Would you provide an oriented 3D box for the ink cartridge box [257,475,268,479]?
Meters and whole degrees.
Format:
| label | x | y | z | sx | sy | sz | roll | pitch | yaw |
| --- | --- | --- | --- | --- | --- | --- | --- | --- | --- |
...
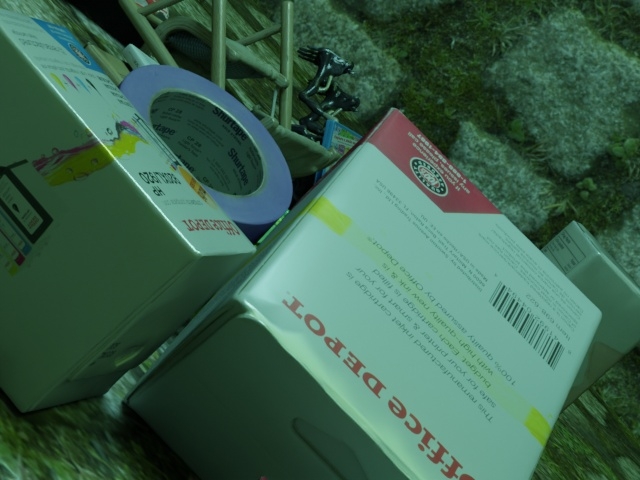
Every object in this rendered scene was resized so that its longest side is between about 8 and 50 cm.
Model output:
| label | x | y | z | sx | sy | sz | roll | pitch | yaw |
| --- | --- | --- | --- | --- | --- | --- | --- | --- | --- |
| ink cartridge box | -0.015 | 0.258 | 1.129 | 0.175 | 0.072 | 0.127 | 47 | 9 | 2 |

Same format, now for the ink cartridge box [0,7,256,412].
| label | x | y | z | sx | sy | sz | roll | pitch | yaw |
| --- | --- | --- | --- | --- | --- | --- | --- | --- | --- |
| ink cartridge box | -0.194 | -0.021 | 1.193 | 0.232 | 0.168 | 0.171 | 49 | 9 | 7 |

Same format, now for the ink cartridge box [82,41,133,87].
| label | x | y | z | sx | sy | sz | roll | pitch | yaw |
| --- | --- | --- | --- | --- | --- | --- | --- | --- | --- |
| ink cartridge box | -0.170 | -0.092 | 1.804 | 0.193 | 0.088 | 0.235 | 49 | 11 | 22 |

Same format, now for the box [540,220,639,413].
| label | x | y | z | sx | sy | sz | roll | pitch | yaw |
| --- | --- | --- | --- | --- | --- | --- | --- | --- | --- |
| box | 0.235 | 0.135 | 1.960 | 0.121 | 0.311 | 0.148 | 45 | 10 | -13 |

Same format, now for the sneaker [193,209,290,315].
| label | x | y | z | sx | sy | sz | roll | pitch | yaw |
| --- | --- | --- | --- | --- | --- | --- | --- | --- | --- |
| sneaker | -0.098 | -0.004 | 1.654 | 0.109 | 0.123 | 0.295 | 48 | 12 | 6 |

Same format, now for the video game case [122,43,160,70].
| label | x | y | z | sx | sy | sz | roll | pitch | yaw |
| --- | --- | --- | --- | --- | --- | --- | --- | --- | --- |
| video game case | -0.135 | -0.133 | 1.801 | 0.157 | 0.019 | 0.143 | 34 | 15 | -50 |

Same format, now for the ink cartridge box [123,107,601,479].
| label | x | y | z | sx | sy | sz | roll | pitch | yaw |
| --- | --- | --- | --- | --- | --- | --- | --- | --- | --- |
| ink cartridge box | 0.050 | 0.098 | 1.407 | 0.279 | 0.160 | 0.384 | 46 | 33 | -4 |

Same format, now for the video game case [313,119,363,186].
| label | x | y | z | sx | sy | sz | roll | pitch | yaw |
| --- | --- | --- | --- | --- | --- | --- | --- | --- | --- |
| video game case | 0.022 | -0.078 | 2.385 | 0.015 | 0.166 | 0.119 | 9 | -7 | 27 |

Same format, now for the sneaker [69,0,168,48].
| label | x | y | z | sx | sy | sz | roll | pitch | yaw |
| --- | --- | --- | --- | --- | --- | --- | --- | --- | --- |
| sneaker | -0.295 | -0.386 | 2.273 | 0.270 | 0.090 | 0.145 | 43 | 39 | -51 |

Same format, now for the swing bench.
| label | x | y | z | sx | sy | sz | roll | pitch | yaw |
| --- | --- | --- | --- | --- | --- | --- | --- | --- | --- |
| swing bench | -0.118 | -0.208 | 2.229 | 0.253 | 0.165 | 0.254 | 23 | 49 | -69 |

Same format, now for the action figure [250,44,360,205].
| label | x | y | z | sx | sy | sz | roll | pitch | yaw |
| --- | --- | --- | --- | --- | --- | --- | --- | --- | --- |
| action figure | -0.028 | -0.143 | 2.457 | 0.164 | 0.141 | 0.275 | 78 | 23 | -53 |

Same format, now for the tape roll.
| label | x | y | z | sx | sy | sz | roll | pitch | yaw |
| --- | --- | --- | --- | --- | --- | --- | --- | --- | --- |
| tape roll | -0.123 | -0.064 | 1.516 | 0.189 | 0.080 | 0.189 | 31 | 33 | -22 |
